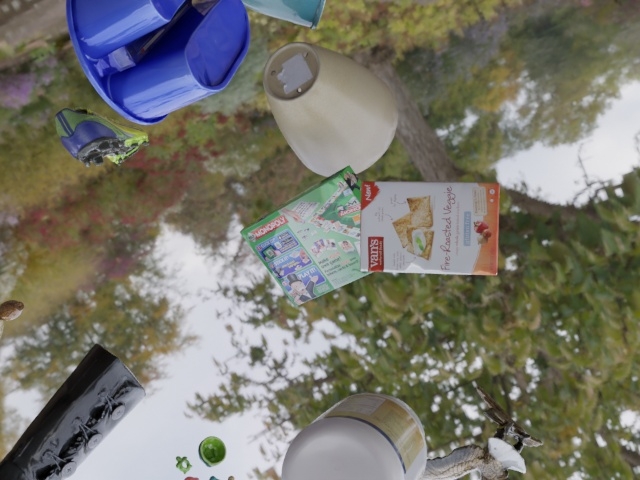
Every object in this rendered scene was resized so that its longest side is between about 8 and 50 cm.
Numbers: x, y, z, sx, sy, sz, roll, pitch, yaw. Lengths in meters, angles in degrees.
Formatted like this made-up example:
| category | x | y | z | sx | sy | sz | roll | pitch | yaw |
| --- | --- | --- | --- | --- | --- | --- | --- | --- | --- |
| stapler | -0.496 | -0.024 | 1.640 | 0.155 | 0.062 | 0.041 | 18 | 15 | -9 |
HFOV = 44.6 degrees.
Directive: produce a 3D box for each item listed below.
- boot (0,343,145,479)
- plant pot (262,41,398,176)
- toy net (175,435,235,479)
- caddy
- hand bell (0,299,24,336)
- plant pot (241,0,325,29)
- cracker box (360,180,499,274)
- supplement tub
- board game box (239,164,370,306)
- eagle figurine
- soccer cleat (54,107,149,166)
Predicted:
| category | x | y | z | sx | sy | sz | roll | pitch | yaw |
| --- | --- | --- | --- | --- | --- | --- | --- | --- | --- |
| boot | -0.581 | 0.503 | 1.807 | 0.146 | 0.367 | 0.445 | 24 | -122 | 17 |
| plant pot | -0.001 | -0.295 | 1.626 | 0.256 | 0.257 | 0.274 | -22 | 158 | 17 |
| toy net | -0.232 | 0.571 | 1.787 | 0.122 | 0.232 | 0.045 | -23 | 165 | -47 |
| caddy | -0.250 | -0.328 | 1.188 | 0.179 | 0.241 | 0.341 | -13 | -147 | 23 |
| hand bell | -0.678 | 0.158 | 1.623 | 0.242 | 0.126 | 0.126 | -19 | -164 | 45 |
| plant pot | -0.112 | -0.588 | 1.574 | 0.255 | 0.272 | 0.271 | 9 | -169 | -9 |
| cracker box | 0.185 | -0.023 | 1.332 | 0.232 | 0.156 | 0.067 | 1 | -176 | 9 |
| supplement tub | 0.078 | 0.421 | 1.492 | 0.228 | 0.228 | 0.316 | -22 | 174 | 17 |
| board game box | 0.000 | 0.000 | 1.641 | 0.317 | 0.213 | 0.046 | -27 | -167 | 39 |
| eagle figurine | 0.365 | 0.534 | 1.797 | 0.298 | 0.225 | 0.226 | -49 | -145 | 5 |
| soccer cleat | -0.415 | -0.210 | 1.500 | 0.093 | 0.121 | 0.289 | -36 | -178 | 10 |
